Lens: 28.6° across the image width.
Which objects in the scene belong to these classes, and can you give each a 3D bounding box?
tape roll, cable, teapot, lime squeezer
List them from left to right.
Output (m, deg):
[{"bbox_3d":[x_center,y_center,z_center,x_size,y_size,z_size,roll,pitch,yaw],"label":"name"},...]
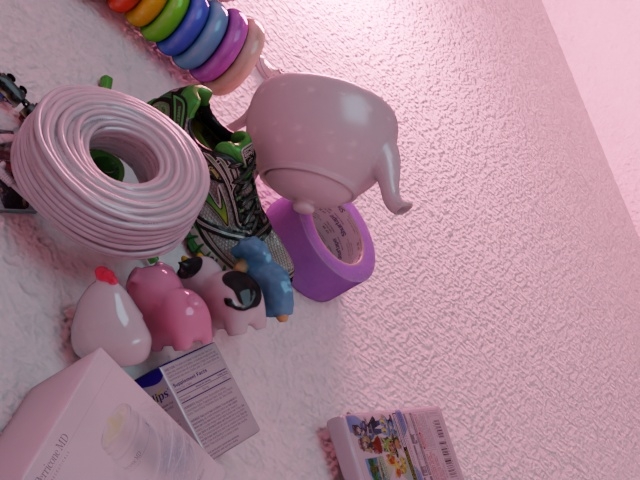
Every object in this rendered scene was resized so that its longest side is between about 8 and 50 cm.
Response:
[{"bbox_3d":[-0.300,-0.114,1.764,0.110,0.059,0.310,64,7,-67],"label":"lime squeezer"},{"bbox_3d":[-0.268,-0.094,1.628,0.257,0.089,0.257,44,38,8],"label":"cable"},{"bbox_3d":[-0.013,-0.130,1.925,0.253,0.256,0.187,22,73,-25],"label":"teapot"},{"bbox_3d":[0.000,0.000,2.056,0.189,0.080,0.189,35,39,-34],"label":"tape roll"}]

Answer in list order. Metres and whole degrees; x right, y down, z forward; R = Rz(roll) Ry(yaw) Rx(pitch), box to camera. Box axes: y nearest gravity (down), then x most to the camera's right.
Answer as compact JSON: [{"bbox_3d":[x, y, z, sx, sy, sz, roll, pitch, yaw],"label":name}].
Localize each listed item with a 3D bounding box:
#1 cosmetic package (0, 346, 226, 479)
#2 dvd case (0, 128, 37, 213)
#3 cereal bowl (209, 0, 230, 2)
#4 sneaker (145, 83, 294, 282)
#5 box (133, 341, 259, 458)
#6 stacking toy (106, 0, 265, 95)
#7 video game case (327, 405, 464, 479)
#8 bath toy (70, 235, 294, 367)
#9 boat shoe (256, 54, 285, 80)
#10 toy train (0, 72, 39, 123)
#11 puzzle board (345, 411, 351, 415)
[{"bbox_3d":[-0.251,0.284,1.396,0.224,0.138,0.224,47,33,-17],"label":"cosmetic package"},{"bbox_3d":[-0.411,-0.090,1.604,0.087,0.013,0.119,2,61,-55],"label":"dvd case"},{"bbox_3d":[-0.237,-0.540,2.116,0.339,0.141,0.339,35,39,-35],"label":"cereal bowl"},{"bbox_3d":[-0.143,-0.071,1.846,0.343,0.146,0.134,56,31,-8],"label":"sneaker"},{"bbox_3d":[-0.166,0.220,1.635,0.126,0.072,0.137,-21,82,-59],"label":"box"},{"bbox_3d":[-0.251,-0.367,1.977,0.330,0.141,0.141,32,40,-29],"label":"stacking toy"},{"bbox_3d":[0.150,0.421,1.936,0.300,0.036,0.328,6,63,-55],"label":"video game case"},{"bbox_3d":[-0.192,0.077,1.662,0.348,0.151,0.129,-14,96,-51],"label":"bath toy"},{"bbox_3d":[-0.076,-0.291,2.237,0.100,0.035,0.035,57,31,-5],"label":"boat shoe"},{"bbox_3d":[-0.384,-0.164,1.685,0.158,0.036,0.027,50,49,-20],"label":"toy train"},{"bbox_3d":[0.076,0.337,1.943,0.128,0.011,0.096,43,33,-26],"label":"puzzle board"}]
